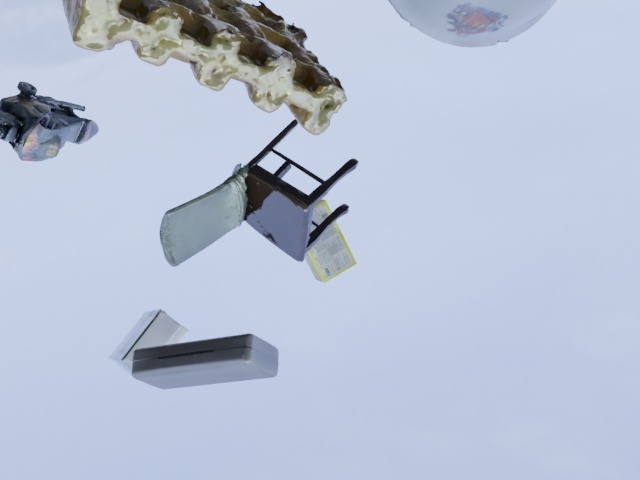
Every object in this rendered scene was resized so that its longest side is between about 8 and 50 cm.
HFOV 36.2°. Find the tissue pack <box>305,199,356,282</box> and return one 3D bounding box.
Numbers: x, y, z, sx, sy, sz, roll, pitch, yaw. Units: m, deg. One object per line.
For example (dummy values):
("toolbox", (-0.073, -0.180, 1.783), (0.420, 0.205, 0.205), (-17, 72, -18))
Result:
("tissue pack", (0.000, 0.000, 2.288), (0.095, 0.176, 0.062), (-32, -164, -16))

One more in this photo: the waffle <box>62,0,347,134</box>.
("waffle", (-0.154, -0.263, 1.187), (0.348, 0.077, 0.304), (18, -158, -29))

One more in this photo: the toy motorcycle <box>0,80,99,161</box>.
("toy motorcycle", (-0.576, -0.233, 1.989), (0.173, 0.108, 0.307), (33, -160, 5))

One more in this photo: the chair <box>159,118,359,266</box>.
("chair", (-0.101, -0.049, 1.691), (0.186, 0.160, 0.319), (36, -123, 18))

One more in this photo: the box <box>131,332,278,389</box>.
("box", (-0.194, 0.204, 1.631), (0.244, 0.103, 0.055), (-11, -118, 28))

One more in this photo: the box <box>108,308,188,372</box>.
("box", (-0.366, 0.221, 2.070), (0.135, 0.081, 0.199), (-53, -170, -17))

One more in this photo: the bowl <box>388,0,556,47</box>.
("bowl", (0.248, -0.439, 1.356), (0.346, 0.345, 0.157), (-19, -162, -11))
